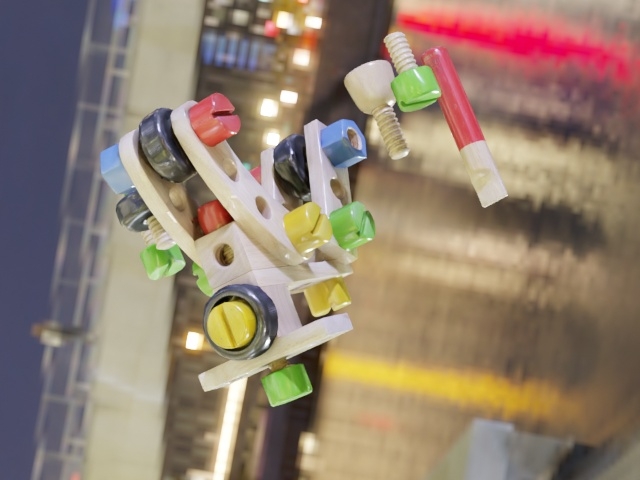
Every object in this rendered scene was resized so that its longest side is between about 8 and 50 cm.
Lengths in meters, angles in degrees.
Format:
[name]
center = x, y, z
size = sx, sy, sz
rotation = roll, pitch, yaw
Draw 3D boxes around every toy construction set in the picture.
[toy construction set]
center = 0.000, 0.000, 1.426
size = 0.257, 0.309, 0.237
rotation = 60, -172, -74
